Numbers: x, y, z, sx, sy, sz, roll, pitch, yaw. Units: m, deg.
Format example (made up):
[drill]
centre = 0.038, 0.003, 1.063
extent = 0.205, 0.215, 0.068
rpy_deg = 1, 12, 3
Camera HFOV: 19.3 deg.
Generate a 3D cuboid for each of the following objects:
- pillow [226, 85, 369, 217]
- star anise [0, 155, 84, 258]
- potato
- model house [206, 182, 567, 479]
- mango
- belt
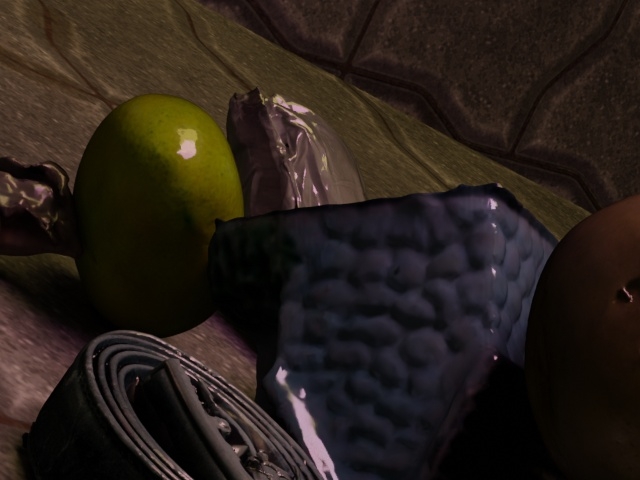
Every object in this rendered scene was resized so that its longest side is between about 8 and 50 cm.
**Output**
[pillow]
centre = 0.000, 0.000, 2.023
extent = 0.283, 0.138, 0.310
rpy_deg = 10, 65, -74
[star anise]
centre = -0.331, -0.055, 1.659
extent = 0.257, 0.110, 0.198
rpy_deg = 33, 10, 13
[potato]
centre = 0.260, 0.084, 1.386
extent = 0.221, 0.243, 0.326
rpy_deg = -8, 0, 6
[model house]
centre = 0.081, 0.177, 1.606
extent = 0.360, 0.297, 0.339
rpy_deg = 39, 47, -60
[mango]
centre = -0.147, -0.031, 1.703
extent = 0.149, 0.273, 0.185
rpy_deg = -11, 49, -20
[belt]
centre = -0.107, 0.165, 1.393
extent = 0.267, 0.116, 0.206
rpy_deg = 45, 20, 31
